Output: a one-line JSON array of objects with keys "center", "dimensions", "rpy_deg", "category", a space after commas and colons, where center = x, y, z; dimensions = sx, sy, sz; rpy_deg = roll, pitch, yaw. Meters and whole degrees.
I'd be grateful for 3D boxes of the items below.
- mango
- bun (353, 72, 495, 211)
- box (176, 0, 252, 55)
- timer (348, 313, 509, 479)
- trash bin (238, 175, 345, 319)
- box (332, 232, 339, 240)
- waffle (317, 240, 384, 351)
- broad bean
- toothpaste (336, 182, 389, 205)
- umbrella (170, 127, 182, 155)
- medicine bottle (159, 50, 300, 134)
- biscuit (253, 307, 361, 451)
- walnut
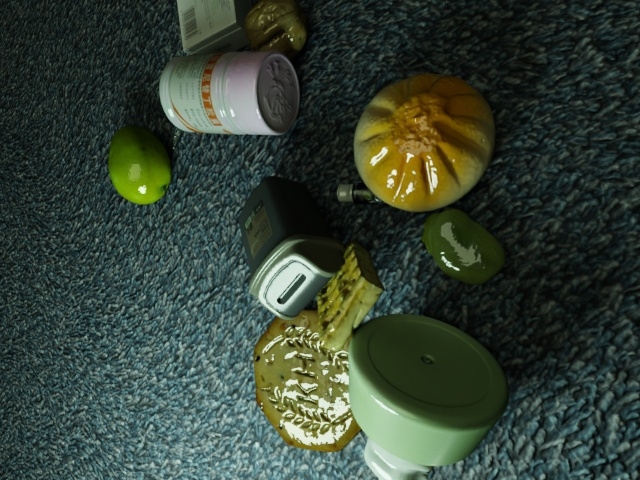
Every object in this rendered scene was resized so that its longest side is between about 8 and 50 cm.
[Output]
[{"center": [-0.551, -0.241, 1.259], "dimensions": [0.185, 0.149, 0.273], "rpy_deg": [-26, 71, 25], "category": "mango"}, {"center": [0.206, -0.214, 0.849], "dimensions": [0.298, 0.165, 0.299], "rpy_deg": [-2, 82, 18], "category": "bun"}, {"center": [-0.301, -0.669, 1.177], "dimensions": [0.194, 0.111, 0.261], "rpy_deg": [-12, 79, 25], "category": "box"}, {"center": [0.177, 0.353, 0.817], "dimensions": [0.290, 0.290, 0.316], "rpy_deg": [21, 117, 26], "category": "timer"}, {"center": [-0.074, 0.012, 0.950], "dimensions": [0.209, 0.182, 0.290], "rpy_deg": [-51, 46, 33], "category": "trash bin"}, {"center": [0.000, 0.000, 1.034], "dimensions": [0.083, 0.024, 0.054], "rpy_deg": [17, 93, 28], "category": "box"}, {"center": [0.054, 0.109, 0.882], "dimensions": [0.057, 0.274, 0.168], "rpy_deg": [30, 102, -9], "category": "waffle"}, {"center": [0.289, 0.011, 0.854], "dimensions": [0.124, 0.082, 0.174], "rpy_deg": [-41, 69, 17], "category": "broad bean"}, {"center": [0.137, -0.113, 0.964], "dimensions": [0.193, 0.045, 0.071], "rpy_deg": [4, 87, 21], "category": "toothpaste"}, {"center": [-0.411, -0.382, 1.256], "dimensions": [0.044, 0.044, 0.269], "rpy_deg": [36, 106, 52], "category": "umbrella"}, {"center": [-0.235, -0.380, 1.076], "dimensions": [0.315, 0.202, 0.202], "rpy_deg": [9, 91, 27], "category": "medicine bottle"}, {"center": [-0.024, 0.338, 1.016], "dimensions": [0.359, 0.046, 0.359], "rpy_deg": [-2, 86, 28], "category": "biscuit"}, {"center": [-0.110, -0.539, 1.061], "dimensions": [0.166, 0.149, 0.167], "rpy_deg": [3, 116, 6], "category": "walnut"}]
